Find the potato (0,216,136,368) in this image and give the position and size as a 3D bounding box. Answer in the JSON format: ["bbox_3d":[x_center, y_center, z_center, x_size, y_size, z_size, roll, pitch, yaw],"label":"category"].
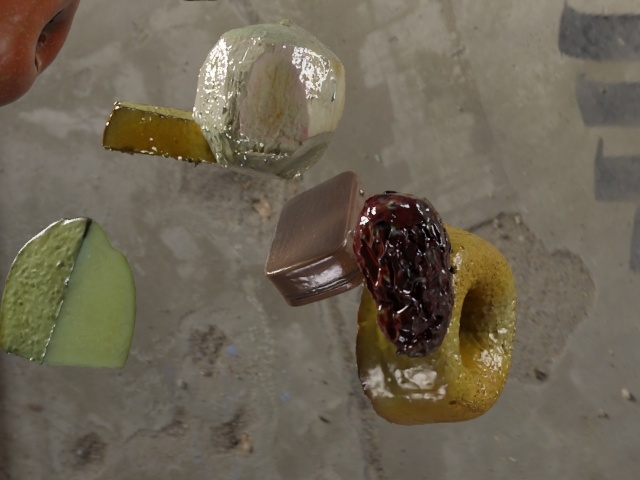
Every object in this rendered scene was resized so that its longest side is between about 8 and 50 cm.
[{"bbox_3d":[-0.242,0.051,0.995,0.081,0.120,0.149,17,88,29],"label":"potato"}]

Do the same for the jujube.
[{"bbox_3d":[0.085,0.031,0.987,0.104,0.104,0.166,-4,104,21],"label":"jujube"}]

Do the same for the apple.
[{"bbox_3d":[-0.547,-0.370,1.575,0.277,0.348,0.348,25,85,-4],"label":"apple"}]

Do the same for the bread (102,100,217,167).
[{"bbox_3d":[-0.188,-0.138,1.278,0.187,0.103,0.065,12,102,5],"label":"bread"}]

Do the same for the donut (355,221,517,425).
[{"bbox_3d":[0.157,0.105,1.229,0.108,0.277,0.277,4,76,33],"label":"donut"}]

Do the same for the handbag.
[{"bbox_3d":[0.000,0.000,1.350,0.151,0.072,0.193,-24,32,22],"label":"handbag"}]

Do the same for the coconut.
[{"bbox_3d":[-0.058,-0.170,1.171,0.194,0.194,0.194,-6,73,21],"label":"coconut"}]
